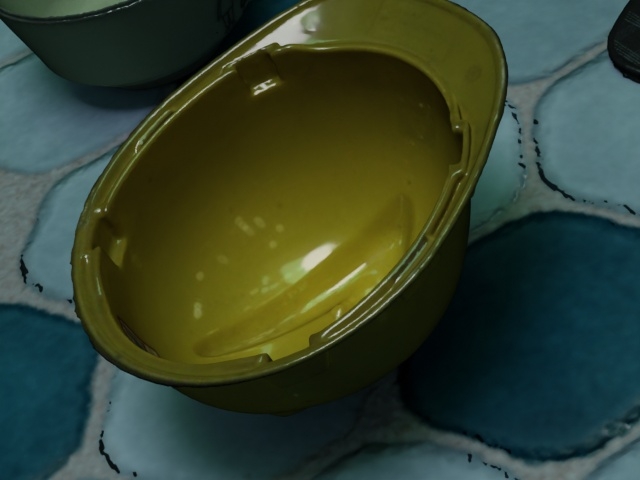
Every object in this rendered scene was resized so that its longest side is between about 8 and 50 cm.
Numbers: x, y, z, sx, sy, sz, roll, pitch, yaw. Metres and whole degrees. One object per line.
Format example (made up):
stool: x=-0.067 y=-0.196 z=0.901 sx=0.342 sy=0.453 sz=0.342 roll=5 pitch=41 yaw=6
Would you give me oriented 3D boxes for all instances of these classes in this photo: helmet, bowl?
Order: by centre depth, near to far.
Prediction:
helmet: x=0.000 y=0.000 z=0.641 sx=0.205 sy=0.140 sz=0.257 roll=29 pitch=69 yaw=36
bowl: x=-0.139 y=-0.191 z=0.890 sx=0.211 sy=0.112 sz=0.211 roll=-11 pitch=46 yaw=11

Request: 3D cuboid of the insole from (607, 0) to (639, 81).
insole: x=0.318 y=-0.197 z=0.803 sx=0.309 sy=0.012 sz=0.110 roll=-33 pitch=45 yaw=-11
